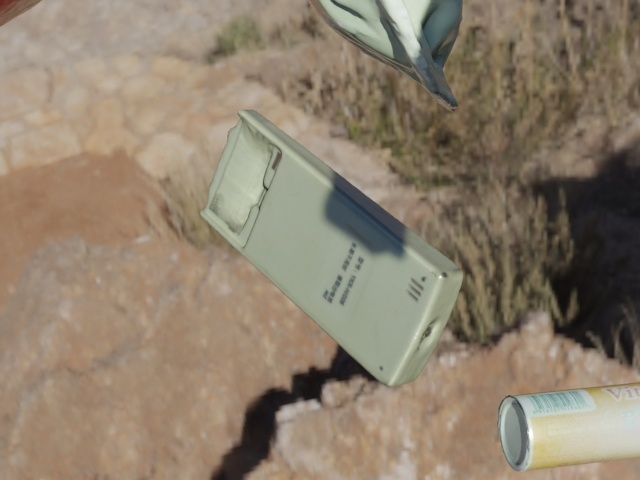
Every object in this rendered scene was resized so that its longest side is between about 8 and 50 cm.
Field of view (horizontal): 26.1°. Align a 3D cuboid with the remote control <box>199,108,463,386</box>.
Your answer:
[{"bbox_3d":[0.000,0.000,1.200,0.038,0.123,0.285,-6,35,-46],"label":"remote control"}]

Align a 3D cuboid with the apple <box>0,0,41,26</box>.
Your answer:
[{"bbox_3d":[-0.335,-0.348,1.161,0.348,0.277,0.348,20,55,-31],"label":"apple"}]

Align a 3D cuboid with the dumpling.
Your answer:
[{"bbox_3d":[0.058,-0.178,0.962,0.152,0.219,0.108,36,96,14],"label":"dumpling"}]

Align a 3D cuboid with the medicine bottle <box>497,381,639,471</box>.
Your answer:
[{"bbox_3d":[0.429,0.213,1.685,0.426,0.108,0.108,-3,46,-14],"label":"medicine bottle"}]
